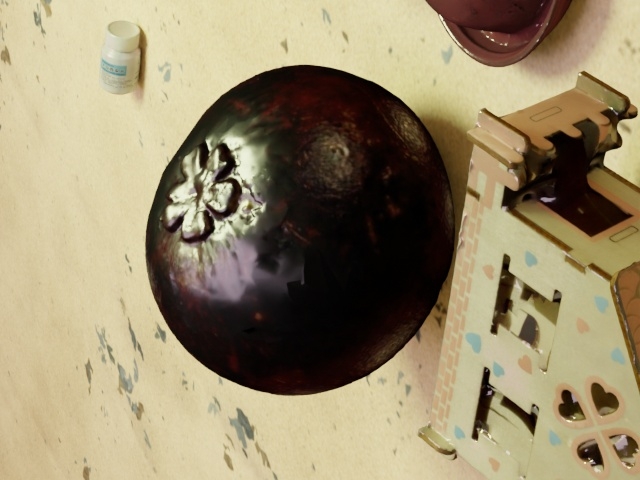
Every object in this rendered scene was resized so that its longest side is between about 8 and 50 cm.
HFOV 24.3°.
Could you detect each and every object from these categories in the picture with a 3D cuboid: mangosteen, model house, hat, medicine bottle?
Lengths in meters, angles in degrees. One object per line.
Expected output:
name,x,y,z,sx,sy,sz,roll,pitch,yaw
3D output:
mangosteen,-0.007,-0.001,1.342,0.297,0.293,0.297,-40,30,29
model house,0.218,0.076,1.060,0.244,0.169,0.326,40,137,40
hat,0.122,-0.237,1.176,0.205,0.089,0.205,33,128,55
medicine bottle,-0.262,-0.239,1.948,0.052,0.052,0.089,52,143,40
